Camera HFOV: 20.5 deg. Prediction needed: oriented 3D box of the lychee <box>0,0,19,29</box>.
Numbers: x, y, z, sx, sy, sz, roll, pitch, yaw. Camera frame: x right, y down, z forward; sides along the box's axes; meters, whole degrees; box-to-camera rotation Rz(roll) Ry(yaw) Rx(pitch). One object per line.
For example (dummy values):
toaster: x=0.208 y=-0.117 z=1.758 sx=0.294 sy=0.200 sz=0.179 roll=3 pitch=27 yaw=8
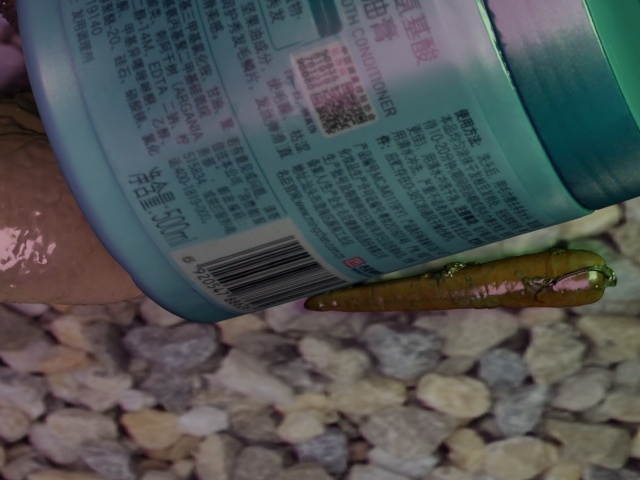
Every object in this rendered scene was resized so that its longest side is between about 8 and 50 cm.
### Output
lychee: x=-0.206 y=-0.186 z=1.330 sx=0.083 sy=0.068 sz=0.067 roll=5 pitch=75 yaw=9

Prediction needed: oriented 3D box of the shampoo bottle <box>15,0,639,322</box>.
shampoo bottle: x=0.022 y=-0.140 z=1.166 sx=0.342 sy=0.331 sz=0.331 roll=-18 pitch=111 yaw=17

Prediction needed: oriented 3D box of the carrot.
carrot: x=0.107 y=0.038 z=1.398 sx=0.254 sy=0.049 sz=0.049 roll=-7 pitch=114 yaw=16

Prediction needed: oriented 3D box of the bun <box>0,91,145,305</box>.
bun: x=-0.215 y=-0.036 z=1.332 sx=0.244 sy=0.244 sz=0.153 roll=6 pitch=95 yaw=6
